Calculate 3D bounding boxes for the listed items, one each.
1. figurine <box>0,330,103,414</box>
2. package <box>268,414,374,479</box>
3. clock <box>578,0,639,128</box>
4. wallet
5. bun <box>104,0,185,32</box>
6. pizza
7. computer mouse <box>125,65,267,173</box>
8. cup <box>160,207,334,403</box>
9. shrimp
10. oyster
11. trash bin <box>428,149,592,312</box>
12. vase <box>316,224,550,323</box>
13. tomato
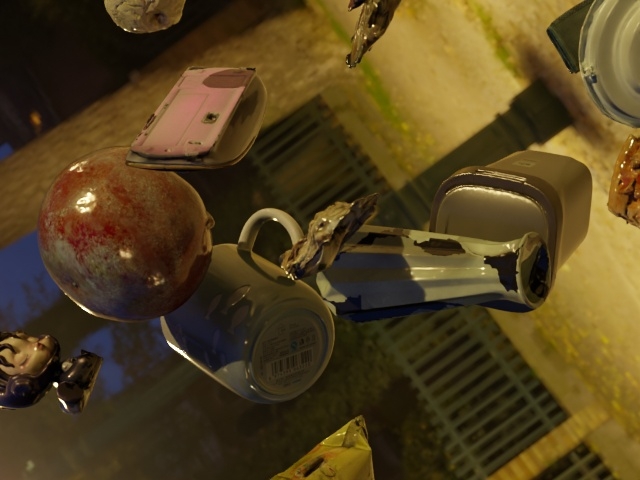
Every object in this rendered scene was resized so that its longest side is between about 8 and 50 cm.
[{"bbox_3d":[-0.464,0.210,1.727,0.222,0.145,0.145,14,179,3],"label":"figurine"},{"bbox_3d":[-0.003,0.310,1.241,0.226,0.090,0.168,-21,-67,-52],"label":"package"},{"bbox_3d":[0.462,-0.260,1.472,0.236,0.236,0.053,53,-179,-26],"label":"clock"},{"bbox_3d":[0.407,-0.319,1.695,0.088,0.129,0.026,57,152,-4],"label":"wallet"},{"bbox_3d":[-0.244,-0.336,1.538,0.115,0.115,0.069,53,-168,-51],"label":"bun"},{"bbox_3d":[0.521,-0.066,1.591,0.226,0.147,0.069,36,-177,25],"label":"pizza"},{"bbox_3d":[-0.174,-0.167,1.584,0.310,0.158,0.072,-71,-20,-56],"label":"computer mouse"},{"bbox_3d":[-0.114,0.119,2.112,0.259,0.356,0.274,13,-171,-39],"label":"cup"},{"bbox_3d":[0.092,-0.401,1.753,0.059,0.254,0.145,13,150,20],"label":"shrimp"},{"bbox_3d":[0.000,0.003,1.263,0.053,0.165,0.108,39,-141,0],"label":"oyster"},{"bbox_3d":[0.334,-0.032,1.840,0.220,0.250,0.219,15,117,30],"label":"trash bin"},{"bbox_3d":[0.170,0.051,1.715,0.360,0.165,0.165,-2,141,36],"label":"vase"},{"bbox_3d":[-0.342,-0.011,1.941,0.317,0.282,0.316,30,146,24],"label":"tomato"}]
